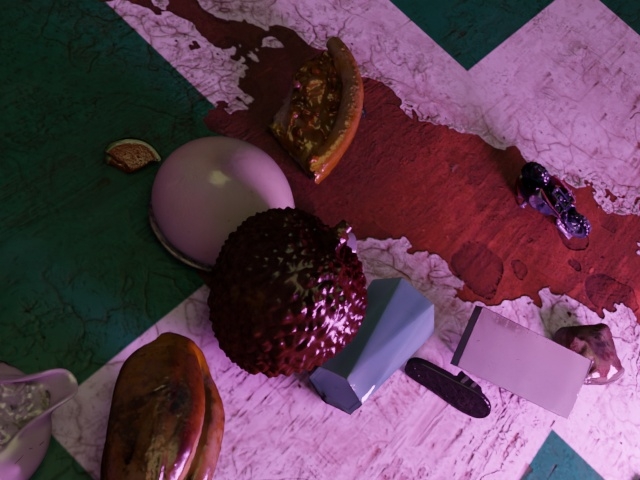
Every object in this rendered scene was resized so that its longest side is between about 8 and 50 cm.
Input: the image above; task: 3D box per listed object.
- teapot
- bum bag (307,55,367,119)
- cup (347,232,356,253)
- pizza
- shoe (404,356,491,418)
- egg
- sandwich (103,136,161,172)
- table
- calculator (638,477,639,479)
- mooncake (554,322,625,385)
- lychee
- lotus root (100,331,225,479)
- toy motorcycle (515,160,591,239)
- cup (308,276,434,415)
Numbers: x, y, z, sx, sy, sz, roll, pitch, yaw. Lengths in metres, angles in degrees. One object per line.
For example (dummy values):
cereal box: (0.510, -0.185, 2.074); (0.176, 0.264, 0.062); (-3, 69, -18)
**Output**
teapot: (-0.494, 0.264, 1.131); (0.300, 0.166, 0.208); (-15, 78, -43)
bum bag: (0.033, -0.326, 1.825); (0.087, 0.049, 0.197); (-22, 69, -10)
cup: (0.000, 0.000, 1.588); (0.116, 0.074, 0.104); (5, 33, -27)
pizza: (-0.003, -0.279, 1.731); (0.182, 0.074, 0.365); (13, 64, 6)
shoe: (0.243, 0.259, 1.531); (0.179, 0.071, 0.049); (31, 48, 1)
egg: (-0.155, -0.088, 1.501); (0.286, 0.174, 0.264); (-4, 65, -31)
sandwich: (-0.355, -0.159, 1.547); (0.101, 0.026, 0.069); (-25, 76, -32)
table: (0.367, 0.226, 1.566); (0.240, 0.111, 0.121); (27, 84, -8)
calculator: (0.668, 0.530, 1.584); (0.172, 0.018, 0.057); (47, 51, 9)
mooncake: (0.548, 0.231, 1.689); (0.125, 0.073, 0.130); (0, 58, -23)
lychee: (-0.055, 0.083, 1.363); (0.276, 0.304, 0.275); (37, 12, -10)
lotus root: (-0.228, 0.279, 1.229); (0.193, 0.193, 0.291); (14, 51, -17)
toy motorcycle: (0.513, -0.084, 1.863); (0.082, 0.122, 0.213); (-42, 96, -15)
cup: (0.085, 0.186, 1.469); (0.236, 0.148, 0.134); (-43, 110, -35)
